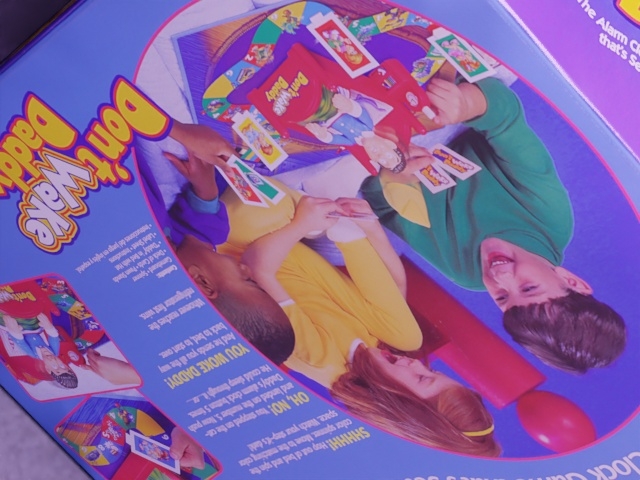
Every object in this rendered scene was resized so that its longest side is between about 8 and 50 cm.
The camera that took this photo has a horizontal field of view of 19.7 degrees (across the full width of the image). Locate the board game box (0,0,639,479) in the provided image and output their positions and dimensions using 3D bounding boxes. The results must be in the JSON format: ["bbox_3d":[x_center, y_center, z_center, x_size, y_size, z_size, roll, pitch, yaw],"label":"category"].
[{"bbox_3d":[0.000,0.000,0.629,0.233,0.347,0.078,48,53,-12],"label":"board game box"}]
